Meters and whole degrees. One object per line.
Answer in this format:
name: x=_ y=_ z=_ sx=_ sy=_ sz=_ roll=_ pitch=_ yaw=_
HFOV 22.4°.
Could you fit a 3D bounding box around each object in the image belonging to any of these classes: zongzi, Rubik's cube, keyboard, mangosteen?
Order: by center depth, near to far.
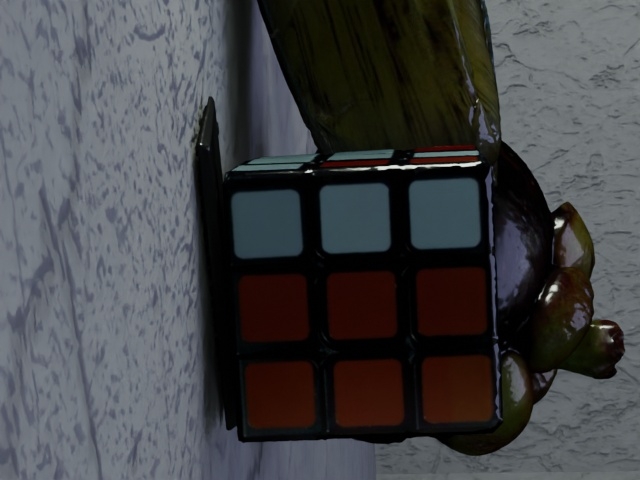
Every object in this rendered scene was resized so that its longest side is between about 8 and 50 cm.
keyboard: x=-0.060 y=0.017 z=0.976 sx=0.067 sy=0.011 sz=0.202 roll=-89 pitch=176 yaw=-58
Rubik's cube: x=0.026 y=0.028 z=0.993 sx=0.162 sy=0.163 sz=0.160 roll=-56 pitch=143 yaw=-81
zongzi: x=0.030 y=-0.213 z=1.075 sx=0.360 sy=0.160 sz=0.323 roll=81 pitch=-8 yaw=-61
mangosteen: x=0.094 y=0.032 z=1.260 sx=0.287 sy=0.288 sz=0.233 roll=-85 pitch=168 yaw=-60
